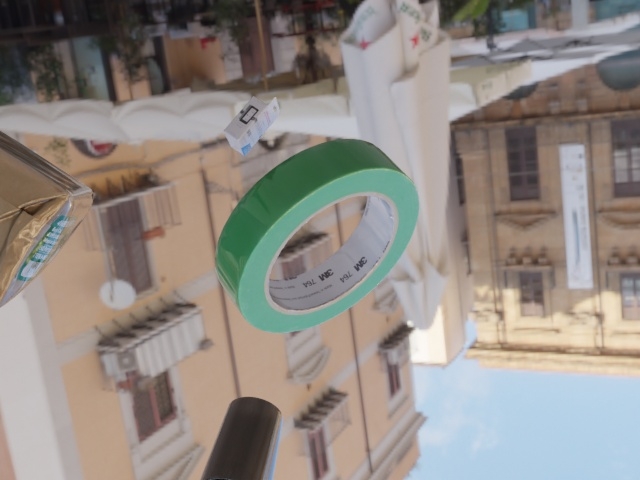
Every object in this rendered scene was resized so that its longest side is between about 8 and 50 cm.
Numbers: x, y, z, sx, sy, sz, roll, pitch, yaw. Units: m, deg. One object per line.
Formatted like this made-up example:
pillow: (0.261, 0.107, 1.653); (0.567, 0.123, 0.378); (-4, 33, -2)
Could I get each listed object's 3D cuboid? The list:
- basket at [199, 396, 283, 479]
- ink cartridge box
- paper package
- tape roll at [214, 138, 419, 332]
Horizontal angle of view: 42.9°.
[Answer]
basket: (-0.163, 0.463, 1.738); (0.154, 0.204, 0.227); (6, -137, 7)
ink cartridge box: (-0.094, -0.166, 1.136); (0.028, 0.083, 0.048); (35, 166, 17)
paper package: (-0.471, -0.072, 1.050); (0.309, 0.168, 0.325); (31, 178, -11)
tape roll: (0.000, 0.000, 1.226); (0.321, 0.321, 0.077); (-16, -131, -33)
